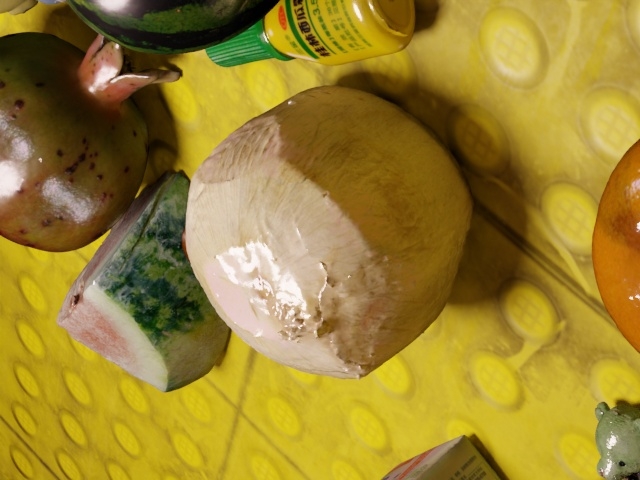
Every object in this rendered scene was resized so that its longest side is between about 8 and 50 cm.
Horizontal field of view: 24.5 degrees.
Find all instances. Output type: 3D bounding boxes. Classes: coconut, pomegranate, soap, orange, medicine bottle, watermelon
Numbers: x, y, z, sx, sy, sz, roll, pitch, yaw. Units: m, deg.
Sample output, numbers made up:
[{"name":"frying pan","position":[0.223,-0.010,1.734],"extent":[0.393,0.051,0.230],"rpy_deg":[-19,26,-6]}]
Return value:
[{"name":"coconut","position":[0.000,0.000,1.552],"extent":[0.297,0.254,0.297],"rpy_deg":[32,140,31]},{"name":"pomegranate","position":[-0.339,-0.158,1.878],"extent":[0.291,0.291,0.323],"rpy_deg":[37,101,26]},{"name":"soap","position":[0.111,0.353,1.751],"extent":[0.138,0.199,0.182],"rpy_deg":[52,147,2]},{"name":"orange","position":[0.335,0.006,1.211],"extent":[0.240,0.171,0.240],"rpy_deg":[33,135,40]},{"name":"medicine bottle","position":[-0.020,-0.230,1.549],"extent":[0.309,0.076,0.111],"rpy_deg":[-4,112,54]},{"name":"watermelon","position":[-0.148,-0.328,1.445],"extent":[0.285,0.285,0.285],"rpy_deg":[31,139,33]},{"name":"watermelon","position":[-0.232,0.054,2.012],"extent":[0.231,0.193,0.310],"rpy_deg":[13,142,22]}]

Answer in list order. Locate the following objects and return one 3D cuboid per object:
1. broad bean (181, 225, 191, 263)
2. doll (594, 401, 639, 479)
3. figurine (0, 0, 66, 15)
[{"name":"broad bean","position":[-0.112,0.018,1.858],"extent":[0.165,0.084,0.114],"rpy_deg":[4,130,54]},{"name":"doll","position":[0.330,0.236,1.502],"extent":[0.150,0.077,0.115],"rpy_deg":[55,158,-18]},{"name":"figurine","position":[-0.397,-0.363,1.807],"extent":[0.382,0.205,0.224],"rpy_deg":[0,123,42]}]
